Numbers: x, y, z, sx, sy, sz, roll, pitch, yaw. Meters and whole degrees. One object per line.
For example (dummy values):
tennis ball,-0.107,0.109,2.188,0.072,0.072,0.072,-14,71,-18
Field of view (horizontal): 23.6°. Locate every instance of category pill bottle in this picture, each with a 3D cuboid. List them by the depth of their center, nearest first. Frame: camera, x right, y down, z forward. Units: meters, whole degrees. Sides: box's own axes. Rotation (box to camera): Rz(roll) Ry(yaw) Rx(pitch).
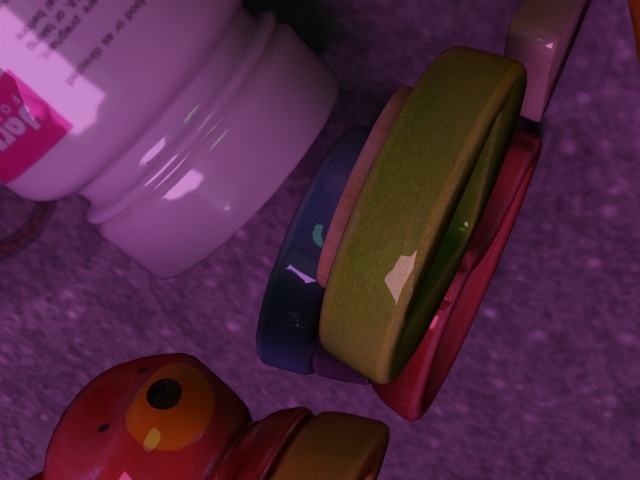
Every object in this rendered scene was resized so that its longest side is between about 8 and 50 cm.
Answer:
pill bottle,-0.137,-0.121,0.710,0.283,0.160,0.160,41,134,-16

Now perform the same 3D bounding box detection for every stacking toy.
stacking toy,0.000,0.000,0.675,0.130,0.309,0.279,23,126,10

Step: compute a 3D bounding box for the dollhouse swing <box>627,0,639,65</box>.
dollhouse swing,0.093,-0.172,0.428,0.305,0.315,0.347,1,152,-6
